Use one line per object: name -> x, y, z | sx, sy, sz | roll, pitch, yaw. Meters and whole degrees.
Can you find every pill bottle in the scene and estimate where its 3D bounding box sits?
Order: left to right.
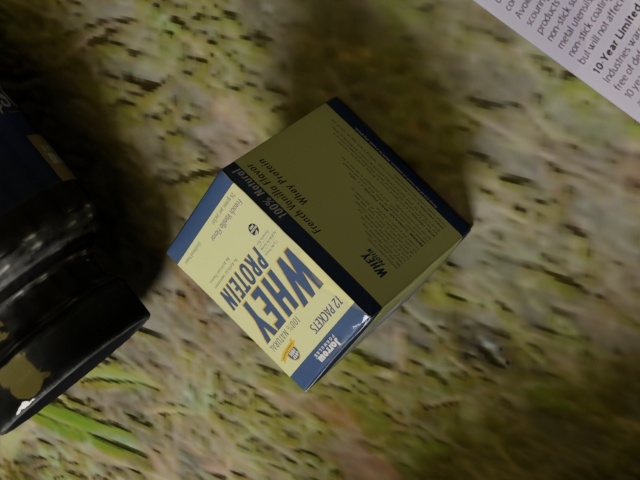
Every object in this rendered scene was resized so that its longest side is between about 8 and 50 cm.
pill bottle -> -0.187, -0.019, 0.664 | 0.219, 0.123, 0.123 | 50, 133, 1

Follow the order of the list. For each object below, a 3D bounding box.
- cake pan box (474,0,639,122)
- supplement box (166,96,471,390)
cake pan box -> 0.167, -0.132, 0.376 | 0.245, 0.070, 0.267 | 36, 131, 11
supplement box -> 0.000, 0.000, 0.562 | 0.083, 0.083, 0.056 | 44, 132, 7
